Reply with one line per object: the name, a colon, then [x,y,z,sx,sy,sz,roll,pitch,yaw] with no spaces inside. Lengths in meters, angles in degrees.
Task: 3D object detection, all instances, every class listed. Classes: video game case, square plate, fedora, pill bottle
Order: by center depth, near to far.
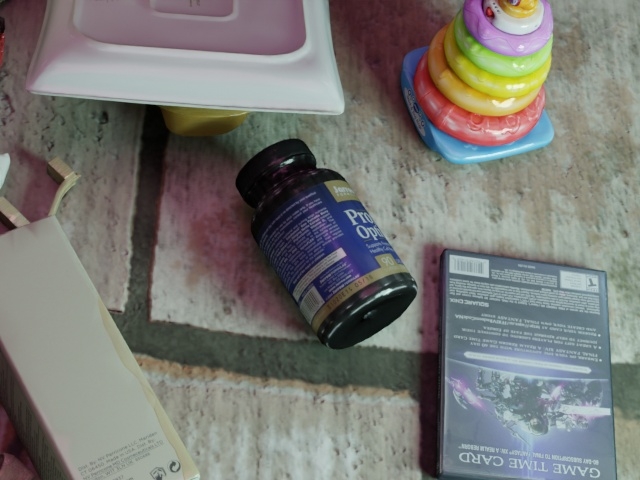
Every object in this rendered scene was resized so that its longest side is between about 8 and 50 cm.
pill bottle: [0.000,0.000,1.453,0.123,0.123,0.219,-25,68,-23]
video game case: [0.227,0.144,1.472,0.196,0.026,0.274,8,60,-6]
square plate: [-0.151,-0.262,1.542,0.344,0.049,0.347,4,36,-7]
fedora: [-0.133,-0.175,1.542,0.194,0.079,0.194,7,38,-6]

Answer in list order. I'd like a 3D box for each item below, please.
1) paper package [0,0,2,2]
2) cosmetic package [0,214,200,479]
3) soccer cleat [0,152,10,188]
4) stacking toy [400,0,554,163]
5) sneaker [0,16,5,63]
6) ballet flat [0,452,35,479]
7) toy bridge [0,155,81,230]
paper package: [-0.415,-0.407,1.486,0.168,0.325,0.309,35,62,6]
cosmetic package: [-0.244,0.150,1.299,0.113,0.160,0.309,-23,68,-23]
soccer cleat: [-0.439,-0.097,1.463,0.196,0.068,0.076,21,40,2]
stacking toy: [0.211,-0.235,1.525,0.166,0.302,0.175,-12,64,-18]
sneaker: [-0.427,-0.188,1.451,0.125,0.104,0.262,16,32,-3]
ballet flat: [-0.321,0.284,1.269,0.052,0.057,0.168,35,58,-23]
toy bridge: [-0.333,-0.020,1.455,0.063,0.026,0.188,42,61,11]
